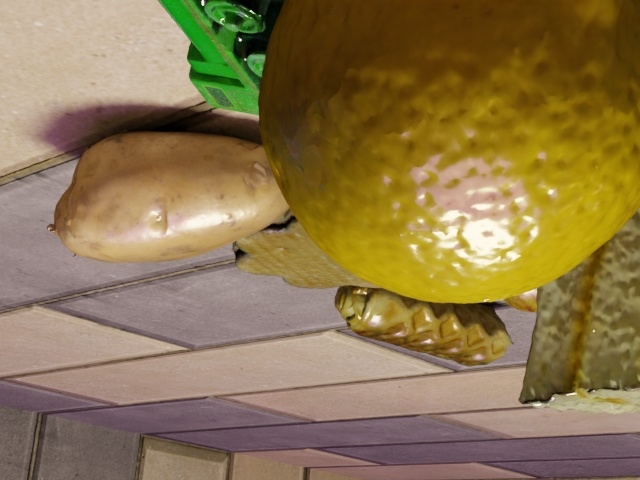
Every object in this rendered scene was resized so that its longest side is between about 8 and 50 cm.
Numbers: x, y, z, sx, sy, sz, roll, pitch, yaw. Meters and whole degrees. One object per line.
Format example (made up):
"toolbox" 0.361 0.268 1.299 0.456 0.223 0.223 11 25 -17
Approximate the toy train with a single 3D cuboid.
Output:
"toy train" -0.064 -0.160 0.740 0.119 0.085 0.251 14 163 25

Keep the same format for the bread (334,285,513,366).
"bread" 0.134 0.104 1.462 0.269 0.098 0.087 19 115 -35

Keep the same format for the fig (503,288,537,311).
"fig" 0.206 0.029 1.213 0.166 0.093 0.093 15 159 -32

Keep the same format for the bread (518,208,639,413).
"bread" 0.338 -0.005 0.845 0.395 0.263 0.239 -12 167 42

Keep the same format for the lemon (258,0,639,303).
"lemon" 0.086 -0.086 0.655 0.267 0.267 0.267 4 162 1

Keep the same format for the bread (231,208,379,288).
"bread" 0.000 0.000 1.227 0.207 0.056 0.286 -3 160 14

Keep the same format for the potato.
"potato" -0.144 -0.047 1.039 0.235 0.128 0.161 -12 171 31
